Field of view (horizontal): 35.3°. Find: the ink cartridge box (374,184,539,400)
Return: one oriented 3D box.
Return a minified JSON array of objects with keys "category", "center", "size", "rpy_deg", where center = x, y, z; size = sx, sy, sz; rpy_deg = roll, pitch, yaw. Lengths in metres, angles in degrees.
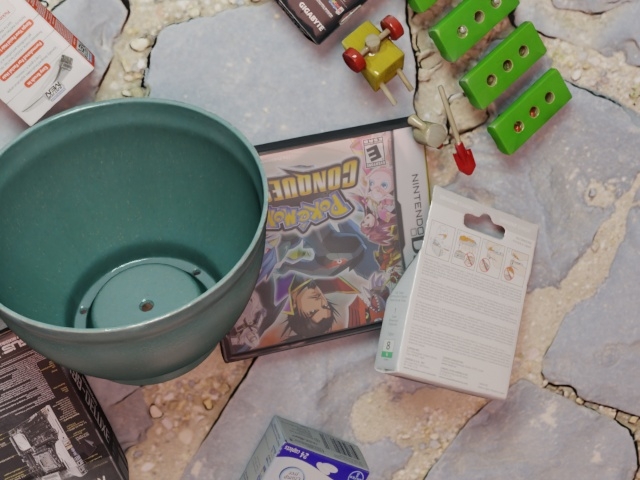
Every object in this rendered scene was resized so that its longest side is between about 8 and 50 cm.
[{"category":"ink cartridge box","center":[0.167,0.067,1.212],"size":[0.181,0.056,0.225],"rpy_deg":[18,77,-32]}]

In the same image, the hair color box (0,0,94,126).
[{"category":"hair color box","center":[-0.317,-0.207,1.001],"size":[0.093,0.053,0.167],"rpy_deg":[-40,116,9]}]

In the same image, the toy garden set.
[{"category":"toy garden set","center":[0.147,-0.194,1.127],"size":[0.204,0.049,0.244],"rpy_deg":[-42,116,-11]}]

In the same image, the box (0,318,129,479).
[{"category":"box","center":[-0.404,0.234,1.129],"size":[0.307,0.076,0.243],"rpy_deg":[-25,113,-5]}]

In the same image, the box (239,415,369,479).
[{"category":"box","center":[-0.028,0.309,1.255],"size":[0.126,0.072,0.137],"rpy_deg":[24,102,-20]}]

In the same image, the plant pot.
[{"category":"plant pot","center":[-0.191,0.026,1.021],"size":[0.293,0.293,0.196],"rpy_deg":[-15,141,-9]}]

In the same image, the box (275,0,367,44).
[{"category":"box","center":[-0.012,-0.343,1.042],"size":[0.175,0.051,0.220],"rpy_deg":[-43,113,3]}]

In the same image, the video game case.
[{"category":"video game case","center":[0.000,0.000,1.174],"size":[0.274,0.035,0.248],"rpy_deg":[-12,111,-10]}]
